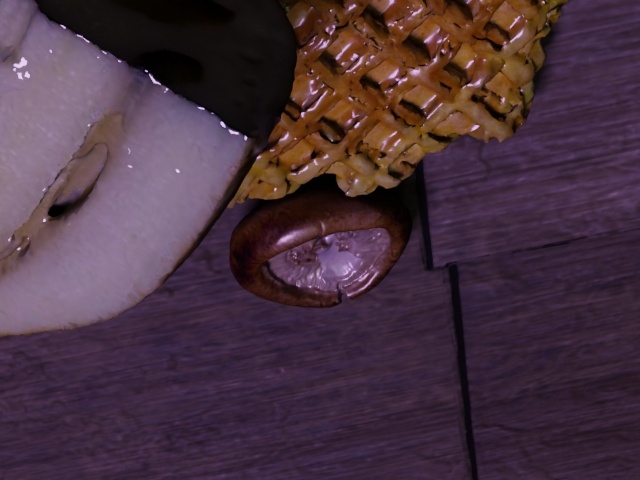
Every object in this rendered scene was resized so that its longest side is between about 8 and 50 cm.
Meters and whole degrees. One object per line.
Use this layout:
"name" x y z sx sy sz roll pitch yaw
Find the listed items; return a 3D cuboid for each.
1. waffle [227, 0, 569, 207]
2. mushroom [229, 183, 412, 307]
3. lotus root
"waffle" 0.025 -0.124 0.952 0.254 0.052 0.245 -14 136 -8
"mushroom" 0.000 0.000 1.080 0.123 0.052 0.123 -13 153 -7
"lotus root" -0.166 -0.071 0.890 0.267 0.149 0.260 32 134 0
